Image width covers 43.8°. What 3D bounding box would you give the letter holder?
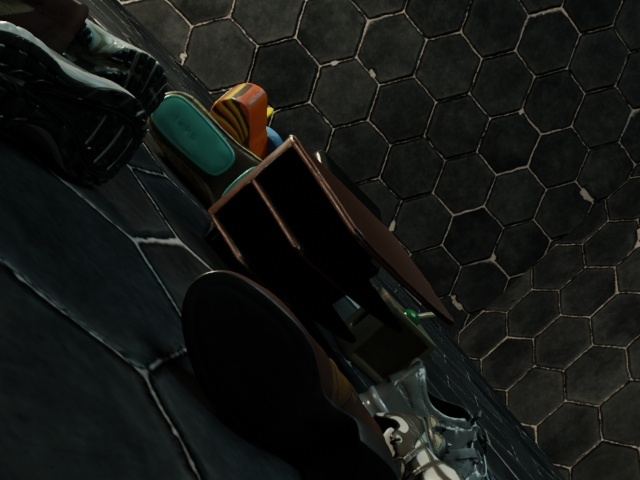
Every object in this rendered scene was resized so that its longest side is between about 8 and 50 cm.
[{"bbox_3d":[0.027,0.042,1.064,0.302,0.152,0.214,40,12,-51],"label":"letter holder"}]

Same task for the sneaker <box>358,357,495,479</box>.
[{"bbox_3d":[0.173,0.268,0.999,0.281,0.115,0.105,46,6,-13],"label":"sneaker"}]

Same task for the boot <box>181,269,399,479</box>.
[{"bbox_3d":[-0.037,0.095,0.758,0.264,0.096,0.280,45,5,-19],"label":"boot"}]

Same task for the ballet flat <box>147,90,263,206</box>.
[{"bbox_3d":[-0.139,-0.090,1.261,0.348,0.123,0.123,47,5,5],"label":"ballet flat"}]

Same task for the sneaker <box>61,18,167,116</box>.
[{"bbox_3d":[-0.319,-0.260,1.089,0.122,0.110,0.283,46,4,31],"label":"sneaker"}]

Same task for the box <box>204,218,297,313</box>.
[{"bbox_3d":[-0.095,0.030,1.121,0.162,0.029,0.116,47,6,-12],"label":"box"}]

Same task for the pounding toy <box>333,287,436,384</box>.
[{"bbox_3d":[0.116,0.149,1.284,0.130,0.141,0.100,44,6,-25],"label":"pounding toy"}]

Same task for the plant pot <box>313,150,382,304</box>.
[{"bbox_3d":[0.000,0.000,1.336,0.187,0.188,0.167,43,18,-38],"label":"plant pot"}]

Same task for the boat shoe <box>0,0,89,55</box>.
[{"bbox_3d":[-0.375,-0.304,0.802,0.342,0.123,0.123,41,5,9],"label":"boat shoe"}]

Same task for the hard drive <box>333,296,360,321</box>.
[{"bbox_3d":[0.101,0.163,1.573,0.233,0.047,0.353,47,6,-1],"label":"hard drive"}]

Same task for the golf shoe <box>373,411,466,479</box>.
[{"bbox_3d":[0.099,0.255,0.856,0.094,0.077,0.198,20,17,-13],"label":"golf shoe"}]

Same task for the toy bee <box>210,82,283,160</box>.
[{"bbox_3d":[-0.159,-0.152,1.439,0.162,0.298,0.195,20,30,26],"label":"toy bee"}]

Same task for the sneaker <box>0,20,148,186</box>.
[{"bbox_3d":[-0.257,-0.137,0.738,0.108,0.100,0.271,38,-1,27],"label":"sneaker"}]
